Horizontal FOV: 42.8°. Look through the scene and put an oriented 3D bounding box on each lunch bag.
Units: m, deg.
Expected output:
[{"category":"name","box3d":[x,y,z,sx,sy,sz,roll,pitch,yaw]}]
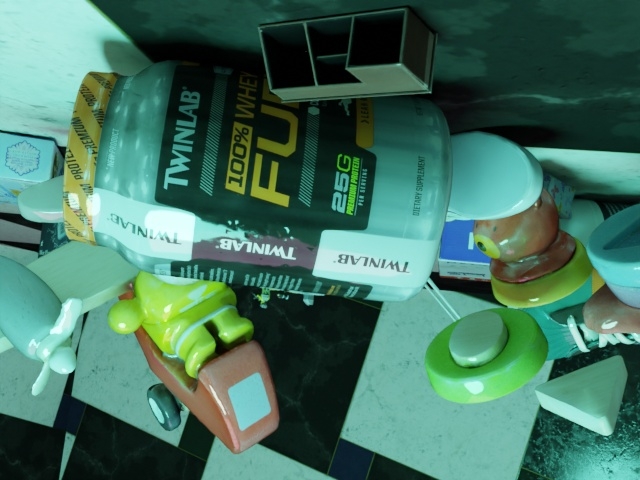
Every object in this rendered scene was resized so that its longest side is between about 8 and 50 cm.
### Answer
[{"category":"lunch bag","box3d":[0.265,-0.053,1.024,0.083,0.053,0.071,7,172,43]}]

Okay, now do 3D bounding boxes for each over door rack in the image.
[{"category":"over door rack","box3d":[0.173,0.089,1.464,0.324,0.108,0.239,39,180,6]}]

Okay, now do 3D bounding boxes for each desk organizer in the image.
[{"category":"desk organizer","box3d":[0.016,-0.136,0.607,0.130,0.047,0.050,2,169,31]}]

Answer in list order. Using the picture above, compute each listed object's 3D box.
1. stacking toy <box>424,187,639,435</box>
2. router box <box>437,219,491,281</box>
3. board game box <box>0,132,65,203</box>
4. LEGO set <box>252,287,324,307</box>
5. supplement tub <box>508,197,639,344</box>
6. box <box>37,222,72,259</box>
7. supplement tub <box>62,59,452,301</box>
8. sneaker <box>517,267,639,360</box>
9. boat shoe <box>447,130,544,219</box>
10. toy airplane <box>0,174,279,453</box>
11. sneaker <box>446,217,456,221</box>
[{"category":"stacking toy","box3d":[0.239,0.039,0.833,0.279,0.130,0.309,-39,-156,-29]},{"category":"router box","box3d":[0.378,0.028,1.451,0.336,0.082,0.301,5,173,10]},{"category":"board game box","box3d":[-0.547,-0.112,1.225,0.318,0.065,0.319,8,173,-11]},{"category":"LEGO set","box3d":[-0.137,0.005,1.279,0.255,0.192,0.331,-1,170,45]},{"category":"supplement tub","box3d":[0.409,0.044,1.111,0.273,0.191,0.191,7,173,-1]},{"category":"box","box3d":[-0.463,-0.012,1.576,0.156,0.158,0.093,-1,170,44]},{"category":"supplement tub","box3d":[-0.057,-0.054,0.737,0.316,0.193,0.193,7,173,-8]},{"category":"sneaker","box3d":[0.370,0.070,0.949,0.302,0.108,0.121,-28,-153,9]},{"category":"boat shoe","box3d":[0.158,-0.069,0.901,0.084,0.095,0.258,6,-175,-32]},{"category":"toy airplane","box3d":[-0.186,0.013,0.937,0.385,0.385,0.272,19,154,-13]},{"category":"sneaker","box3d":[0.164,-0.066,1.043,0.075,0.057,0.161,20,168,-20]}]
